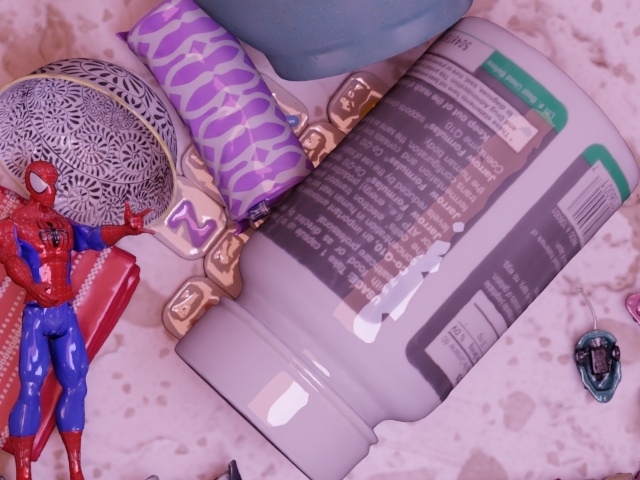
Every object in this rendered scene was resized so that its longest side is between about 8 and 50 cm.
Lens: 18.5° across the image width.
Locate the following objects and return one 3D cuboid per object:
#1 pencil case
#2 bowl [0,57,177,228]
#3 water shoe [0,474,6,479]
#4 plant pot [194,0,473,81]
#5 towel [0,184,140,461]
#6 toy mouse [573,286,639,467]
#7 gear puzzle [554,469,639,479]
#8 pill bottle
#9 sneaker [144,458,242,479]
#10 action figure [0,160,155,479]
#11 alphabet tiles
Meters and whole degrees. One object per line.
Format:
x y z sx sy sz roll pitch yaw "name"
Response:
-0.083 -0.109 1.640 0.088 0.086 0.206 -33 82 29 "pencil case"
-0.181 -0.094 1.621 0.170 0.170 0.080 31 50 -3 "bowl"
-0.293 0.205 1.621 0.203 0.073 0.080 17 84 -5 "water shoe"
0.012 -0.249 1.580 0.293 0.293 0.196 -24 109 -6 "plant pot"
-0.311 0.042 1.647 0.275 0.031 0.199 28 85 -3 "towel"
0.269 0.089 1.696 0.143 0.031 0.161 40 85 -3 "toy mouse"
0.162 0.294 1.651 0.339 0.044 0.175 -6 80 -15 "gear puzzle"
0.066 0.013 1.573 0.204 0.204 0.361 44 84 -2 "pill bottle"
-0.062 0.265 1.627 0.235 0.094 0.153 18 95 6 "sneaker"
-0.199 0.071 1.572 0.091 0.139 0.280 -3 85 -36 "action figure"
0.000 0.000 1.681 0.278 0.021 0.284 39 84 -3 "alphabet tiles"
